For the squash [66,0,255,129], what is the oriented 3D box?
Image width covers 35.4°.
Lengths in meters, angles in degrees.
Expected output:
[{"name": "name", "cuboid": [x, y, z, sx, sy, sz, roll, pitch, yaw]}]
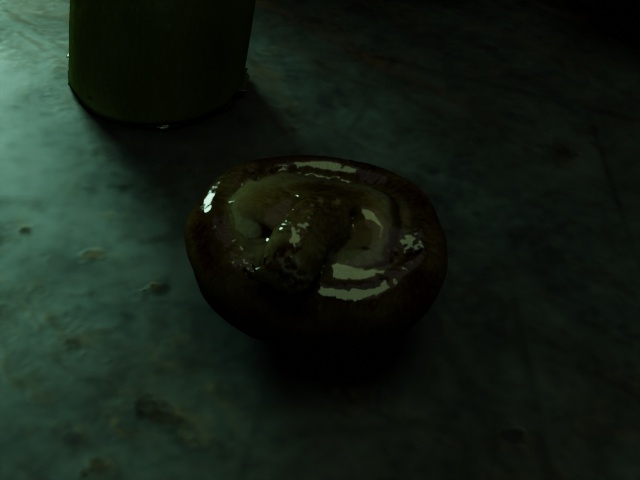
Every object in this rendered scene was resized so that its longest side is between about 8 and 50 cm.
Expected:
[{"name": "squash", "cuboid": [-0.090, -0.169, 0.603, 0.123, 0.186, 0.123, 9, 42, -8]}]

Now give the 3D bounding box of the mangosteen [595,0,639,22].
[{"name": "mangosteen", "cuboid": [0.275, -0.256, 0.756, 0.250, 0.211, 0.211, -2, 40, 7]}]

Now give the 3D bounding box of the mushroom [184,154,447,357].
[{"name": "mushroom", "cuboid": [0.000, 0.000, 0.486, 0.127, 0.087, 0.127, 5, 44, -5]}]
